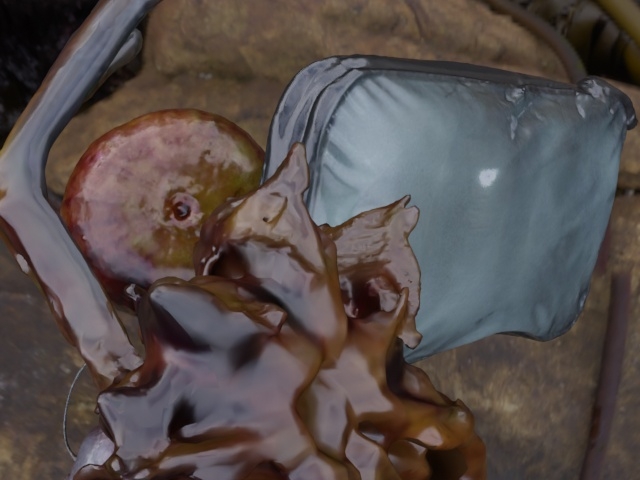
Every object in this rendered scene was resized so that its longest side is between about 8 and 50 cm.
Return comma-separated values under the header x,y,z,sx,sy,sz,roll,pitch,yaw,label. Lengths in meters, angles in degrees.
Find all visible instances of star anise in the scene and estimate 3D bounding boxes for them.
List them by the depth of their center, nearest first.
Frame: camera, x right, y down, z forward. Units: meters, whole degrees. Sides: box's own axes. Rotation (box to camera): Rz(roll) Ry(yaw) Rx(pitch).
x,y,z,sx,sy,sz,roll,pitch,yaw,label
-0.028,0.045,0.425,0.148,0.237,0.346,-27,75,28,star anise

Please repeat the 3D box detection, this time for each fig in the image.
x,y,z,sx,sy,sz,roll,pitch,yaw,label
-0.120,-0.005,0.834,0.148,0.202,0.149,27,48,-1,fig

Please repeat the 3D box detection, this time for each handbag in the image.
x,y,z,sx,sy,sz,roll,pitch,yaw,label
0.094,-0.015,0.709,0.075,0.332,0.191,21,108,44,handbag

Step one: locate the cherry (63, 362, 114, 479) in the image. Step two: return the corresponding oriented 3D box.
x,y,z,sx,sy,sz,roll,pitch,yaw,label
-0.166,0.210,1.022,0.148,0.115,0.188,49,118,40,cherry
